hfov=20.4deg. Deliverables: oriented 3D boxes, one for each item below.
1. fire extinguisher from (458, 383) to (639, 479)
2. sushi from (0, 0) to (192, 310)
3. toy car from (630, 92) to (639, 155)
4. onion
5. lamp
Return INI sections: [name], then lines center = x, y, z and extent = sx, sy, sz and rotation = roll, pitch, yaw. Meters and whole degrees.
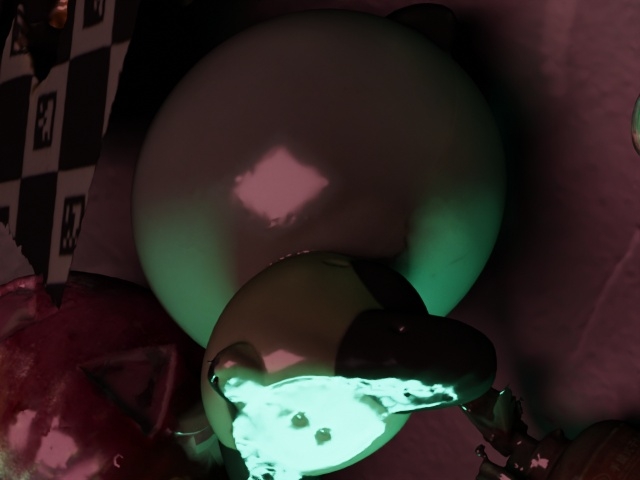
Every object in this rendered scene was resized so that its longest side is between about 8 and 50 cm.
[fire extinguisher]
center = 0.164, 0.127, 0.881
extent = 0.252, 0.075, 0.106
rotation = 33, 138, 21
[sushi]
center = -0.121, -0.142, 0.958
extent = 0.294, 0.059, 0.292
rotation = 48, 124, 55
[toy car]
center = 0.215, -0.038, 0.833
extent = 0.142, 0.055, 0.069
rotation = 33, 124, 9
[onion]
center = -0.116, 0.119, 0.953
extent = 0.200, 0.200, 0.207
rotation = -4, 89, 31
[lamp]
center = 0.000, 0.000, 0.867
extent = 0.197, 0.197, 0.244
rotation = -38, 37, 31
